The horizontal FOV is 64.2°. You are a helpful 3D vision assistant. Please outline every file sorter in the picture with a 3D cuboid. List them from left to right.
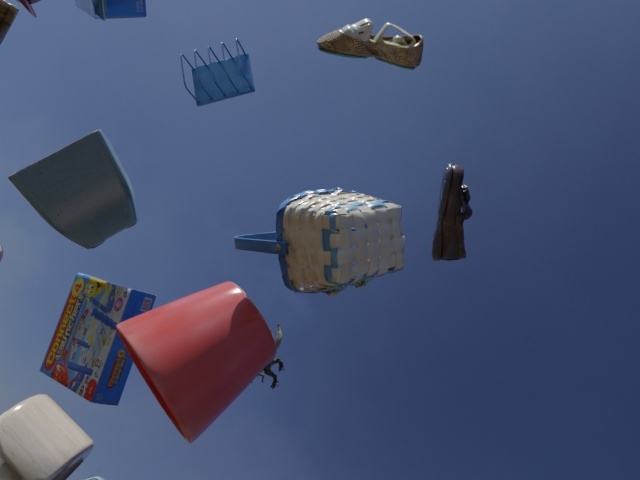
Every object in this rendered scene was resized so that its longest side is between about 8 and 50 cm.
[{"bbox_3d":[-0.282,-0.461,1.390,0.170,0.104,0.118,-13,-104,7],"label":"file sorter"}]

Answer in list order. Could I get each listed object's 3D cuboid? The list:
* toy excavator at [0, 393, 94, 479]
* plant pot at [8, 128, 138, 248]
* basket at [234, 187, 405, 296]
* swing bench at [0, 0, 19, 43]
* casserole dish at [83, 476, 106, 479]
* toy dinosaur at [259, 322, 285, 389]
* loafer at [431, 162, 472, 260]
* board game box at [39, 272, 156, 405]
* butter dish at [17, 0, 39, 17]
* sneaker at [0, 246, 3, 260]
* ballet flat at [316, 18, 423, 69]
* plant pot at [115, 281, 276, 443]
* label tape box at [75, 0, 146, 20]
[{"bbox_3d":[-0.405,0.305,0.336,0.222,0.433,0.445,44,-10,2],"label":"toy excavator"},{"bbox_3d":[-0.631,-0.119,1.395,0.252,0.247,0.247,61,-13,-12],"label":"plant pot"},{"bbox_3d":[0.000,0.000,1.009,0.289,0.254,0.201,12,-73,51],"label":"basket"},{"bbox_3d":[-0.864,-0.479,1.126,0.253,0.255,0.165,32,-22,-34],"label":"swing bench"},{"bbox_3d":[-0.472,0.510,0.953,0.114,0.188,0.037,30,-49,48],"label":"casserole dish"},{"bbox_3d":[-0.169,0.403,1.660,0.064,0.268,0.118,-18,-65,45],"label":"toy dinosaur"},{"bbox_3d":[0.345,-0.066,1.301,0.095,0.109,0.303,7,-45,10],"label":"loafer"},{"bbox_3d":[-0.635,0.268,1.449,0.301,0.086,0.308,7,-104,38],"label":"board game box"},{"bbox_3d":[-0.489,-0.485,0.862,0.160,0.118,0.160,67,-16,-16],"label":"butter dish"},{"bbox_3d":[-0.701,0.049,0.990,0.083,0.190,0.071,-26,-82,33],"label":"sneaker"},{"bbox_3d":[0.093,-0.354,0.902,0.073,0.206,0.067,-117,-144,-43],"label":"ballet flat"},{"bbox_3d":[-0.243,0.227,1.056,0.275,0.243,0.275,42,-29,30],"label":"plant pot"},{"bbox_3d":[-0.399,-0.558,0.960,0.347,0.115,0.249,39,-48,48],"label":"label tape box"}]
